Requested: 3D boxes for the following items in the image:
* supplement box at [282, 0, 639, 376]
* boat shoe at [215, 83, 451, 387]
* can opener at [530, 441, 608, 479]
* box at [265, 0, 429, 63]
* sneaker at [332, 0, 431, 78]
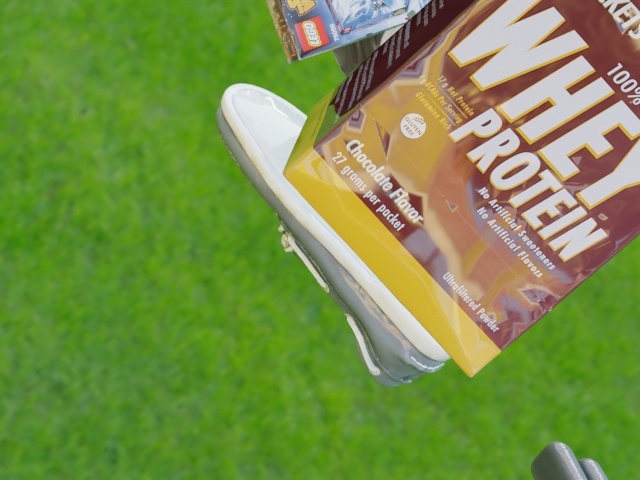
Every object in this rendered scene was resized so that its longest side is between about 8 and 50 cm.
[{"bbox_3d":[0.101,-0.066,0.949,0.129,0.194,0.191,47,11,-7],"label":"supplement box"},{"bbox_3d":[0.000,0.000,1.791,0.319,0.099,0.116,49,36,2],"label":"boat shoe"},{"bbox_3d":[0.260,0.254,1.695,0.074,0.093,0.280,33,10,-22],"label":"can opener"},{"bbox_3d":[0.002,-0.187,1.204,0.094,0.027,0.137,-20,94,-17],"label":"box"},{"bbox_3d":[0.195,-0.277,1.749,0.158,0.410,0.182,55,22,-12],"label":"sneaker"}]
